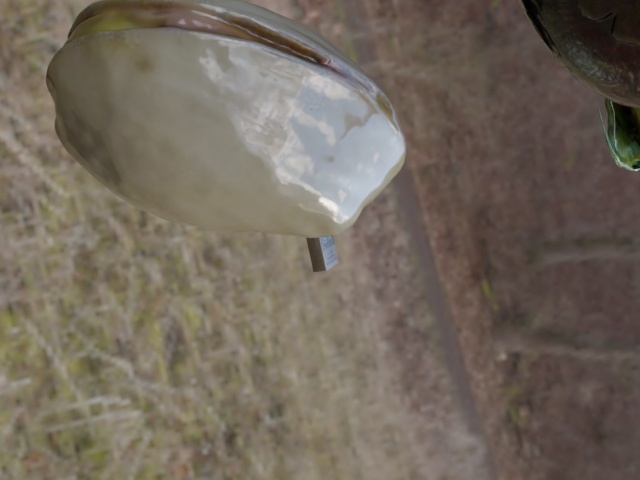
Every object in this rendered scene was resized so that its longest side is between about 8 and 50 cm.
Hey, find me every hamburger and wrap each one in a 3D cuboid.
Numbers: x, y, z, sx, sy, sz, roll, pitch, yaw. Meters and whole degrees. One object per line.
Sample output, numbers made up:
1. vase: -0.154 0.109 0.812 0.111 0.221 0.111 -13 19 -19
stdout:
1. hamburger: 0.427 -0.173 1.873 0.260 0.150 0.276 58 21 -21

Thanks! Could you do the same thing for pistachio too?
1. pistachio: -0.112 -0.148 1.769 0.365 0.446 0.281 131 -26 -57

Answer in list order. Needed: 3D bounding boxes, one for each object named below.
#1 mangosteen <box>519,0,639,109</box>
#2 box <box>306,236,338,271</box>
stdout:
1. mangosteen: 0.308 -0.258 1.157 0.330 0.330 0.330 -14 90 -85
2. box: 0.000 0.000 2.112 0.053 0.024 0.083 -34 116 -66
